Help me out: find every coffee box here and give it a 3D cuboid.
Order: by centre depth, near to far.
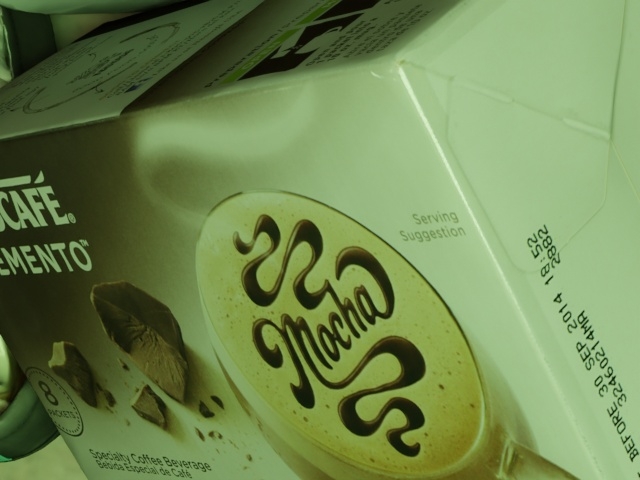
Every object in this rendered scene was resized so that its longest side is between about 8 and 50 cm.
[{"bbox_3d":[0.000,0.000,0.585,0.119,0.297,0.168,-40,112,-33],"label":"coffee box"}]

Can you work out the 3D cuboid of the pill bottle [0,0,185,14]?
[{"bbox_3d":[-0.051,-0.291,0.628,0.224,0.224,0.392,-6,92,6],"label":"pill bottle"}]

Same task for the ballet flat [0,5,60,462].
[{"bbox_3d":[-0.154,-0.043,0.713,0.095,0.096,0.280,-14,91,7],"label":"ballet flat"}]
